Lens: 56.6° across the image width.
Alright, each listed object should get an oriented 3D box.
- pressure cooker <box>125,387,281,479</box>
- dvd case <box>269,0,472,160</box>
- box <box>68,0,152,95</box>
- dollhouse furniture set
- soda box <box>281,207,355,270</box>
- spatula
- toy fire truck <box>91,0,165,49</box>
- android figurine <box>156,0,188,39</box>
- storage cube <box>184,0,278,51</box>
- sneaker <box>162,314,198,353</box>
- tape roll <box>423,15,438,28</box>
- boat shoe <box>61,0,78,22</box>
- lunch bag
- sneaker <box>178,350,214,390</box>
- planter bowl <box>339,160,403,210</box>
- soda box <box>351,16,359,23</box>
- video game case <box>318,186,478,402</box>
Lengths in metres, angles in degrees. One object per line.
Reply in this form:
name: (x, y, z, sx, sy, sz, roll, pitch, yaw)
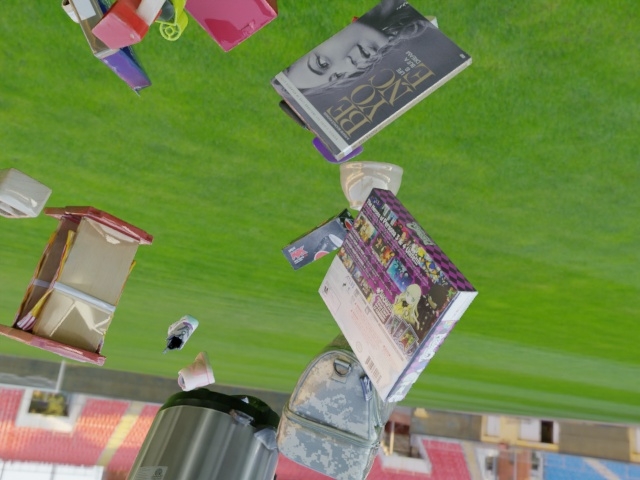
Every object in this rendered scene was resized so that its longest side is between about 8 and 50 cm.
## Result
pressure cooker: (-0.296, 0.594, 1.564, 0.370, 0.420, 0.375, 17, 134, -1)
dvd case: (0.064, -0.227, 0.802, 0.221, 0.164, 0.018, -37, 155, -3)
box: (-0.307, -0.303, 0.871, 0.037, 0.136, 0.225, -25, -179, -3)
dollhouse furniture set: (-0.430, 0.008, 0.769, 0.152, 0.201, 0.374, 1, 156, 45)
soda box: (0.000, 0.000, 1.241, 0.169, 0.060, 0.053, -30, -172, 37)
spatula: (-0.018, -0.256, 1.341, 0.296, 0.084, 0.030, 44, 159, 43)
toy fire truck: (-0.154, -0.245, 0.473, 0.192, 0.047, 0.135, -12, 135, 41)
android figurine: (-0.277, -0.523, 1.145, 0.056, 0.272, 0.248, 9, 124, -9)
storage cube: (-0.249, -0.672, 1.611, 0.215, 0.183, 0.193, -26, 136, 23)
sneaker: (-0.255, 0.173, 1.033, 0.038, 0.069, 0.098, 37, 138, -8)
tape roll: (0.238, -0.540, 1.750, 0.246, 0.246, 0.169, -3, 120, 31)
boat shoe: (-0.498, -0.550, 1.260, 0.063, 0.170, 0.059, 11, 169, 22)
lunch bag: (0.056, 0.318, 1.260, 0.213, 0.255, 0.305, 16, -170, 14)
sneaker: (-0.256, 0.265, 1.208, 0.070, 0.050, 0.134, -17, -171, -13)
planter bowl: (0.125, -0.131, 1.506, 0.162, 0.109, 0.162, 5, 175, 0)
soda box: (0.088, -0.430, 1.532, 0.084, 0.263, 0.092, 19, -165, 5)
video game case: (0.095, 0.073, 0.852, 0.042, 0.232, 0.210, 5, 125, -34)
